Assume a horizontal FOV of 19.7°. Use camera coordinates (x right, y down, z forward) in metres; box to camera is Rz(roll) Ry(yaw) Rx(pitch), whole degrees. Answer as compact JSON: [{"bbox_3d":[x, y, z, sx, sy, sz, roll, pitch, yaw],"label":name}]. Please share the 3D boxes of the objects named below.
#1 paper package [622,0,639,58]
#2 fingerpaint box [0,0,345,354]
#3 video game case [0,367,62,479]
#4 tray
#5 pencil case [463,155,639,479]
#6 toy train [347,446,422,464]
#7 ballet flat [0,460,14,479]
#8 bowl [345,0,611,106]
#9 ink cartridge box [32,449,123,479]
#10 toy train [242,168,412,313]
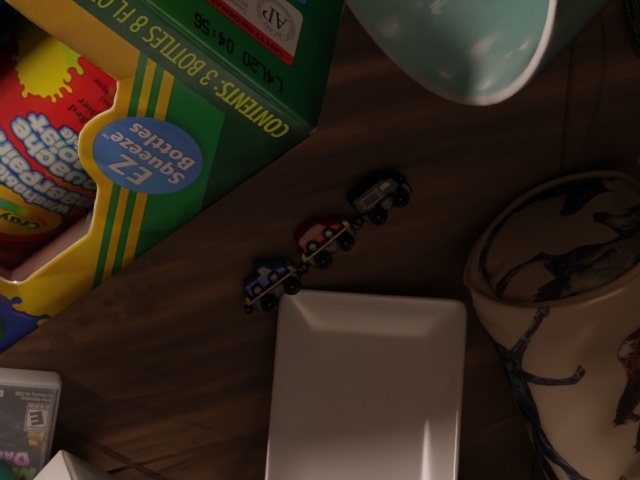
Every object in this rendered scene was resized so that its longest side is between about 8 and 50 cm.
[{"bbox_3d":[0.352,-0.281,1.263,0.309,0.168,0.325,-17,118,-3],"label":"paper package"},{"bbox_3d":[-0.272,-0.149,1.100,0.445,0.163,0.371,37,131,-25],"label":"fingerpaint box"},{"bbox_3d":[-0.303,0.172,1.405,0.190,0.022,0.173,6,113,-15],"label":"video game case"},{"bbox_3d":[0.031,0.174,1.395,0.145,0.030,0.270,4,78,2],"label":"tray"},{"bbox_3d":[0.255,0.140,1.440,0.183,0.160,0.410,-30,118,-9],"label":"pencil case"},{"bbox_3d":[0.063,0.212,1.479,0.105,0.080,0.184,-27,120,11],"label":"toy train"},{"bbox_3d":[-0.326,0.138,1.333,0.086,0.086,0.248,-37,117,6],"label":"ballet flat"},{"bbox_3d":[0.115,-0.258,1.174,0.163,0.311,0.311,-26,119,-23],"label":"bowl"},{"bbox_3d":[-0.189,0.319,1.401,0.233,0.168,0.171,-48,129,11],"label":"ink cartridge box"},{"bbox_3d":[0.000,0.000,1.391,0.158,0.027,0.036,-39,109,6],"label":"toy train"}]
